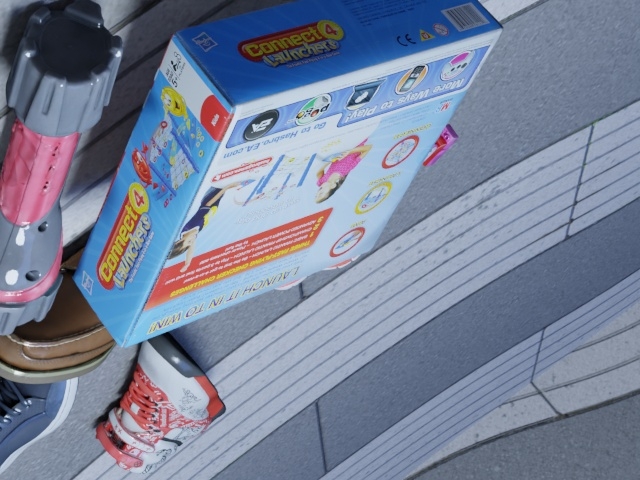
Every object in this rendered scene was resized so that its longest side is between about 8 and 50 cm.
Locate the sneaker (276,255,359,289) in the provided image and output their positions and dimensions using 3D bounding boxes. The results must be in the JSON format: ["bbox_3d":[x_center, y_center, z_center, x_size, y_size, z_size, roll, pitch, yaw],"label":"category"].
[{"bbox_3d":[0.000,0.000,1.848,0.158,0.061,0.065,-33,152,-19],"label":"sneaker"}]

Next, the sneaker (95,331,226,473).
[{"bbox_3d":[-0.197,0.196,1.868,0.145,0.090,0.270,-39,162,-8],"label":"sneaker"}]

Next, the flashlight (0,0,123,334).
[{"bbox_3d":[-0.234,-0.048,1.287,0.103,0.103,0.304,-21,154,-35],"label":"flashlight"}]

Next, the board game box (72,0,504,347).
[{"bbox_3d":[-0.031,-0.073,1.377,0.308,0.086,0.302,-20,152,-40],"label":"board game box"}]

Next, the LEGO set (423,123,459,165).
[{"bbox_3d":[0.028,-0.070,1.719,0.093,0.087,0.227,-8,149,-50],"label":"LEGO set"}]

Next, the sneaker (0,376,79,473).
[{"bbox_3d":[-0.346,0.184,1.591,0.226,0.086,0.163,-49,160,27],"label":"sneaker"}]

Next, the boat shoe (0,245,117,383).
[{"bbox_3d":[-0.202,0.039,1.533,0.307,0.111,0.104,-28,155,-54],"label":"boat shoe"}]
